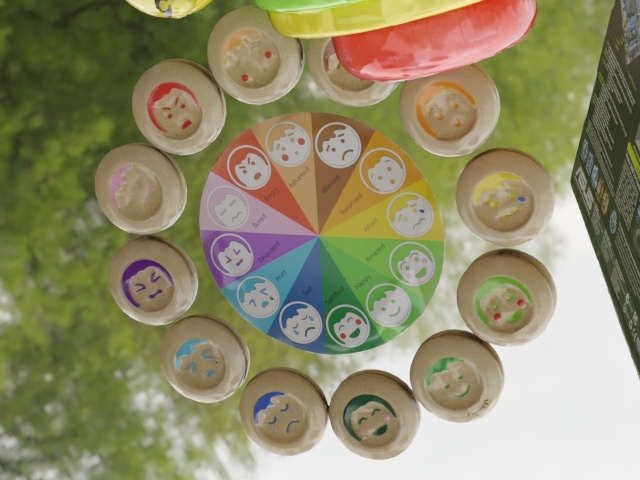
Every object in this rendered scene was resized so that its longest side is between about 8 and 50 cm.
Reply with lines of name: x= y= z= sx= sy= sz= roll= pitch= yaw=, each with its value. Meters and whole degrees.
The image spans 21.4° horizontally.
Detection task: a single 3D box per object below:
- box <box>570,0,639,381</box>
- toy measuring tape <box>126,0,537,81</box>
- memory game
box: x=0.215 y=-0.048 z=0.955 sx=0.060 sy=0.216 sz=0.270 roll=4 pitch=-146 yaw=-8
toy measuring tape: x=0.087 y=-0.125 z=0.533 sx=0.330 sy=0.121 sz=0.121 roll=-14 pitch=-165 yaw=8
memory game: x=0.000 y=0.000 z=0.640 sx=0.186 sy=0.186 sz=0.012 roll=-22 pitch=-169 yaw=24
